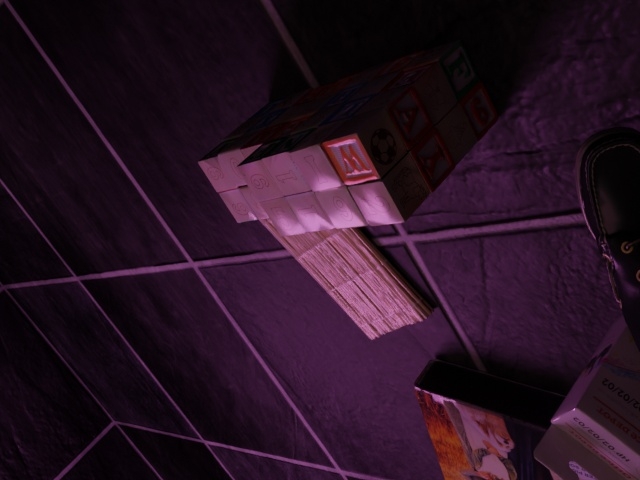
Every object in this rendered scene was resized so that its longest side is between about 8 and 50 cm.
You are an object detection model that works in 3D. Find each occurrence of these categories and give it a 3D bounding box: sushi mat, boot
[{"bbox_3d":[0.000,0.000,1.016,0.316,0.019,0.151,47,148,-4],"label":"sushi mat"},{"bbox_3d":[0.273,0.036,0.598,0.085,0.179,0.237,-21,105,17],"label":"boot"}]

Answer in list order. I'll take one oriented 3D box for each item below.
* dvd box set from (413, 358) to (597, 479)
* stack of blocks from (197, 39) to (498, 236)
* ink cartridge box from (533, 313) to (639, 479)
[{"bbox_3d":[0.308,0.359,1.039,0.307,0.062,0.421,12,135,40],"label":"dvd box set"},{"bbox_3d":[0.003,-0.089,0.778,0.297,0.171,0.087,-5,123,50],"label":"stack of blocks"},{"bbox_3d":[0.291,0.155,0.719,0.104,0.181,0.062,38,155,10],"label":"ink cartridge box"}]
